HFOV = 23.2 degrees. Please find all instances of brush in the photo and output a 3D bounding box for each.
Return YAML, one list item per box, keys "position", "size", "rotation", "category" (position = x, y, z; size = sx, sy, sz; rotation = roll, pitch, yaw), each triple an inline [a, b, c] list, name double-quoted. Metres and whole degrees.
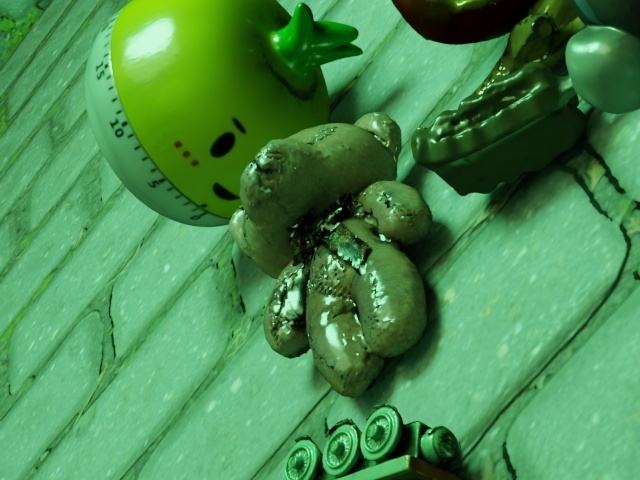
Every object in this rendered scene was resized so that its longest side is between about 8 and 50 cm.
- position: [0.205, -0.123, 1.214]
  size: [0.301, 0.084, 0.071]
  rotation: [-31, 53, 30]
  category: "brush"

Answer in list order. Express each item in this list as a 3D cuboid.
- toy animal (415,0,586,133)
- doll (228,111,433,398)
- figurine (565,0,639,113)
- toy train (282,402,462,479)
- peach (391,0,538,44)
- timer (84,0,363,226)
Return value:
- position: [0.175, -0.158, 1.320]
  size: [0.149, 0.054, 0.275]
  rotation: [-49, 5, -38]
  category: "toy animal"
- position: [0.000, 0.000, 1.359]
  size: [0.201, 0.156, 0.303]
  rotation: [-42, 30, 15]
  category: "doll"
- position: [0.222, -0.289, 1.004]
  size: [0.206, 0.365, 0.218]
  rotation: [-21, -3, -27]
  category: "figurine"
- position: [0.030, 0.195, 1.145]
  size: [0.176, 0.074, 0.118]
  rotation: [-25, 47, 43]
  category: "toy train"
- position: [0.174, -0.282, 1.380]
  size: [0.267, 0.159, 0.154]
  rotation: [-44, -8, 2]
  category: "peach"
- position: [-0.080, -0.167, 1.615]
  size: [0.285, 0.285, 0.285]
  rotation: [-43, 26, 27]
  category: "timer"
